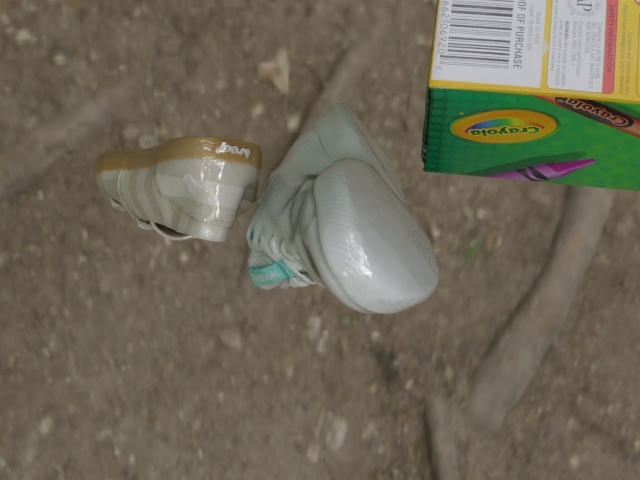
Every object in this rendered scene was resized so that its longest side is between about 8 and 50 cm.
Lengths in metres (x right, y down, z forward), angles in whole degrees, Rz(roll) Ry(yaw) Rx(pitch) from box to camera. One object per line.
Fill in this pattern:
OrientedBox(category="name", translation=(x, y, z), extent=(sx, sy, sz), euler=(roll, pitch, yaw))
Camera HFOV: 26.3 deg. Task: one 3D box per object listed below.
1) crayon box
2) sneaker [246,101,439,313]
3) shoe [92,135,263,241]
OrientedBox(category="crayon box", translation=(0.140, -0.163, 0.616), extent=(0.165, 0.081, 0.279), euler=(6, 68, 4))
OrientedBox(category="sneaker", translation=(0.000, 0.000, 0.713), extent=(0.094, 0.080, 0.212), euler=(-36, 17, 10))
OrientedBox(category="shoe", translation=(-0.095, -0.026, 0.852), extent=(0.076, 0.219, 0.058), euler=(3, 88, -21))
